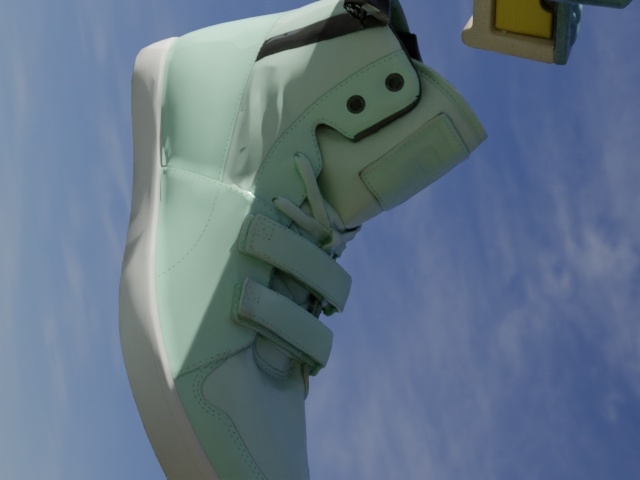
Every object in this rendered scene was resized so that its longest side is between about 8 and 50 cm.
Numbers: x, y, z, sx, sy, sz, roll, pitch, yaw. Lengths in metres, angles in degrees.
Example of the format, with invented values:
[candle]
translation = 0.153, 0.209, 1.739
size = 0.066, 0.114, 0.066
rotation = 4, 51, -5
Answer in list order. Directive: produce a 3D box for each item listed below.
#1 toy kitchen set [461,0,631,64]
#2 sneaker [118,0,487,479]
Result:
[toy kitchen set]
translation = 0.116, -0.134, 0.614
size = 0.122, 0.207, 0.166
rotation = 11, -51, 19
[sneaker]
translation = 0.000, -0.001, 0.502
size = 0.094, 0.151, 0.256
rotation = 40, 38, -57
